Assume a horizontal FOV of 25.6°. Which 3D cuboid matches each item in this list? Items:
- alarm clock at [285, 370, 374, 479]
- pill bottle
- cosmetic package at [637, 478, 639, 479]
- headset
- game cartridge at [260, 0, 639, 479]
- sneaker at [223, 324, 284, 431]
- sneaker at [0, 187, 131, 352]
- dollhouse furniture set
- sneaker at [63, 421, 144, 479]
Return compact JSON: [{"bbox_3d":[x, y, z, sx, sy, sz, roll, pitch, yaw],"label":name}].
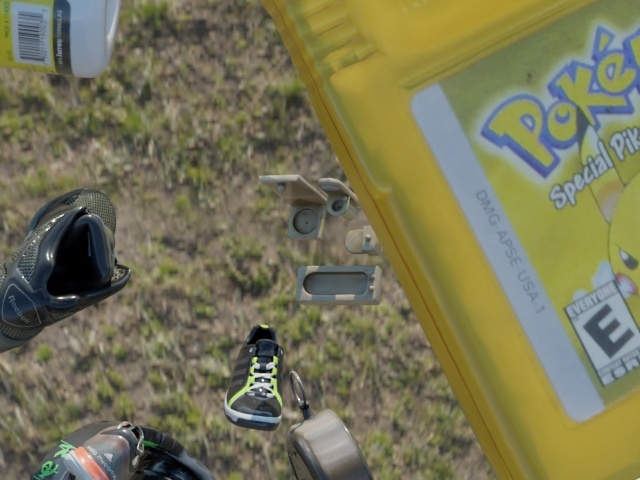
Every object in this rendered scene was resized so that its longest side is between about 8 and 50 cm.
[{"bbox_3d":[0.003,0.224,1.442,0.064,0.129,0.192,-20,90,-14],"label":"alarm clock"},{"bbox_3d":[-0.361,-0.265,1.339,0.334,0.188,0.188,7,61,-4],"label":"pill bottle"},{"bbox_3d":[0.415,0.370,1.162,0.284,0.097,0.377,-1,57,-26],"label":"cosmetic package"},{"bbox_3d":[-0.164,0.356,1.545,0.185,0.394,0.243,4,63,36],"label":"headset"},{"bbox_3d":[0.157,-0.059,0.736,0.285,0.052,0.324,-28,96,-12],"label":"game cartridge"},{"bbox_3d":[-0.095,0.193,2.064,0.084,0.097,0.235,8,21,-8],"label":"sneaker"},{"bbox_3d":[-0.206,0.008,1.225,0.130,0.087,0.227,-24,15,25],"label":"sneaker"},{"bbox_3d":[0.000,0.000,1.896,0.144,0.123,0.151,-1,74,20],"label":"dollhouse furniture set"},{"bbox_3d":[-0.167,0.181,1.147,0.065,0.158,0.061,-41,90,-14],"label":"sneaker"}]
